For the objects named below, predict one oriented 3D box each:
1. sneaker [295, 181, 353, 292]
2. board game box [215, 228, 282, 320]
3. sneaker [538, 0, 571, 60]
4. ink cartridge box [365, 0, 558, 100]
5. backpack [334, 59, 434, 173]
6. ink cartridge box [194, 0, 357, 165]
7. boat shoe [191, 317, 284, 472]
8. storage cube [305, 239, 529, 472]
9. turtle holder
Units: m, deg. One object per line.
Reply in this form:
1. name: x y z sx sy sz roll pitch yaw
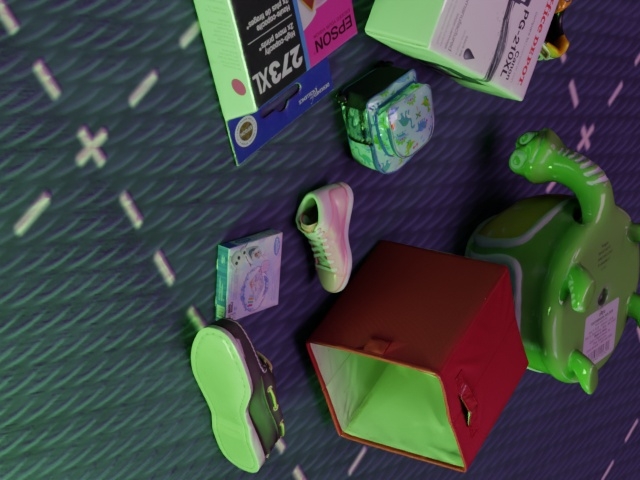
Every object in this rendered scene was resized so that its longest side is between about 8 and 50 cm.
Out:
1. sneaker: 0.000 0.000 1.629 0.070 0.051 0.134 -13 112 -47
2. board game box: -0.081 0.040 1.565 0.090 0.020 0.090 -17 118 -47
3. sneaker: 0.291 -0.343 1.815 0.088 0.093 0.225 -36 131 -38
4. ink cartridge box: 0.178 -0.283 1.643 0.237 0.100 0.172 17 94 -54
5. backpack: 0.082 -0.139 1.643 0.105 0.084 0.114 -38 136 -33
6. ink cartridge box: -0.052 -0.267 1.436 0.176 0.069 0.371 -42 137 -34
7. boat shoe: -0.089 0.164 1.567 0.068 0.081 0.227 -45 144 -35
8. storage cube: 0.124 0.139 1.722 0.193 0.215 0.183 -52 140 -34
9. turtle holder: 0.310 0.036 1.896 0.243 0.227 0.320 -52 139 -22
